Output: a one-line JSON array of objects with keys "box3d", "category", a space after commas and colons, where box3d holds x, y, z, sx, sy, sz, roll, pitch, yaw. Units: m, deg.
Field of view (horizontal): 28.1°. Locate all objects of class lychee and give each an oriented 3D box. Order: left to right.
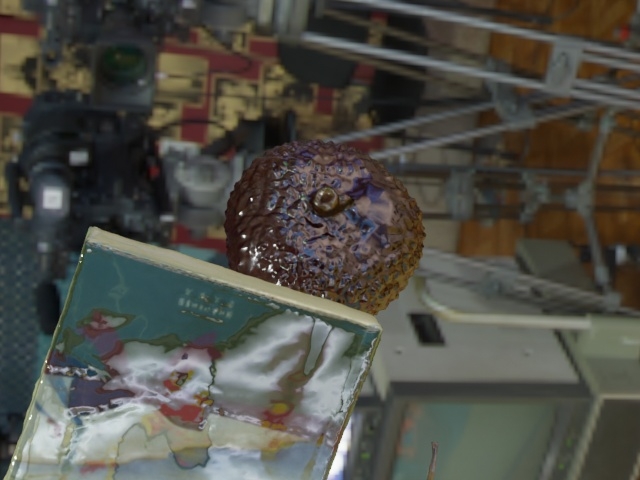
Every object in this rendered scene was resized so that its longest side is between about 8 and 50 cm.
[{"box3d": [-0.003, -0.002, 1.189, 0.194, 0.194, 0.194, -178, 90, -77], "category": "lychee"}]

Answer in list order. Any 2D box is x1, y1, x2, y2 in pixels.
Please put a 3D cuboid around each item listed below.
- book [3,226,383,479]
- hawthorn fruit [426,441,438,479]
[{"box3d": [-0.099, 0.154, 0.818, 0.026, 0.201, 0.289, -123, 51, -76], "category": "book"}, {"box3d": [0.055, 0.270, 1.036, 0.203, 0.163, 0.162, -45, -26, -49], "category": "hawthorn fruit"}]
